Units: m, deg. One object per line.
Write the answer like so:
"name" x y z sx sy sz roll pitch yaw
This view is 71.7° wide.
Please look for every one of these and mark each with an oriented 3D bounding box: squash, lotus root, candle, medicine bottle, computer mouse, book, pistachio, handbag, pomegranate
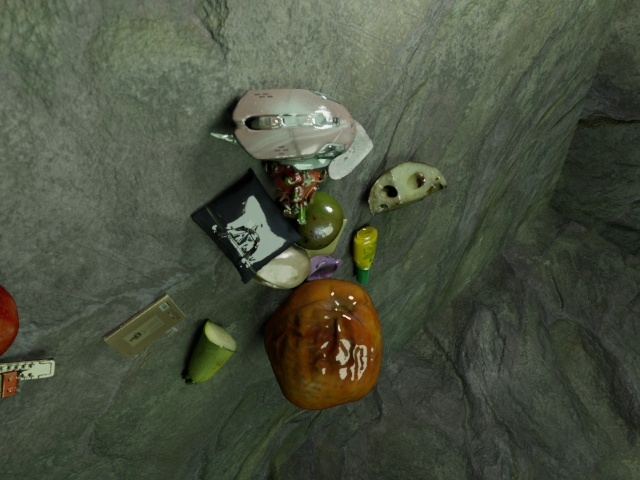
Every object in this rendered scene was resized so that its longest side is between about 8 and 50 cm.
"squash" -0.367 0.400 1.474 0.137 0.137 0.287 -6 133 -47
"lotus root" 0.303 -0.198 1.627 0.210 0.141 0.314 -25 174 43
"candle" 0.081 -0.281 1.319 0.169 0.068 0.192 -17 139 -34
"medicine bottle" 0.178 0.072 1.805 0.111 0.076 0.308 -30 143 -22
"computer mouse" -0.064 -0.272 1.044 0.389 0.115 0.199 -9 89 -31
"book" 0.000 0.000 1.576 0.192 0.013 0.167 -7 130 -46
"book" -0.491 0.245 1.254 0.199 0.016 0.138 -37 147 -18
"pistachio" -0.141 0.068 1.342 0.238 0.153 0.137 14 138 -25
"handbag" -0.194 -0.031 1.201 0.211 0.089 0.254 -41 120 -13
"pomegranate" -0.027 -0.078 1.337 0.179 0.179 0.210 -38 116 -15

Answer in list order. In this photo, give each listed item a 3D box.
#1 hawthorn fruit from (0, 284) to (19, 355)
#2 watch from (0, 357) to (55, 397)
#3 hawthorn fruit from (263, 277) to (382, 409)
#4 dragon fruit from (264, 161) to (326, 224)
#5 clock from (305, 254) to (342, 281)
"hawthorn fruit" -0.670 0.170 0.817 0.190 0.189 0.251 -20 146 -37
"watch" -0.696 0.293 0.926 0.269 0.165 0.102 4 86 -41
"hawthorn fruit" 0.010 0.356 1.570 0.472 0.472 0.471 -31 144 -25
"dragon fruit" -0.058 -0.152 1.200 0.137 0.135 0.235 -32 118 -19
"clock" 0.005 0.094 1.628 0.153 0.050 0.110 -2 139 -51
